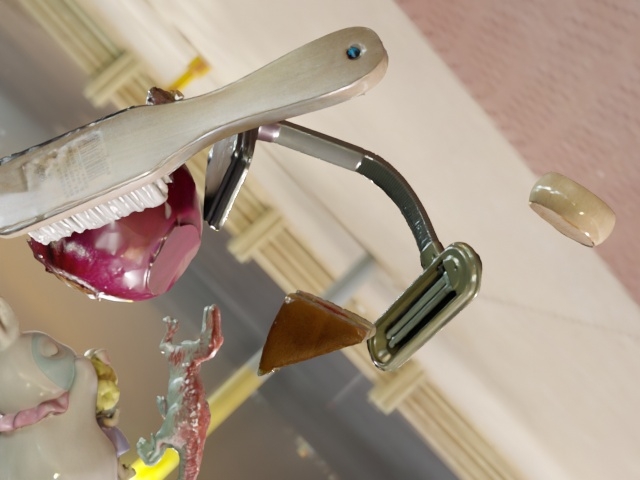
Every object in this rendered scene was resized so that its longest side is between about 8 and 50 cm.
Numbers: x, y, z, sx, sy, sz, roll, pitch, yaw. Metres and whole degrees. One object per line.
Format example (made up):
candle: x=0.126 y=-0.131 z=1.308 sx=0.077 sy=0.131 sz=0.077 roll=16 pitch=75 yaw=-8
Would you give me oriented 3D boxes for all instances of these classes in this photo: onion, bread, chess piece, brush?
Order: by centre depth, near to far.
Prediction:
brush: x=-0.099 y=-0.072 z=0.974 sx=0.065 sy=0.328 sz=0.070 roll=50 pitch=-158 yaw=-57
bread: x=-0.012 y=0.072 z=1.104 sx=0.062 sy=0.109 sz=0.043 roll=69 pitch=-161 yaw=6
chess piece: x=0.232 y=-0.029 z=1.214 sx=0.084 sy=0.038 sz=0.083 roll=38 pitch=177 yaw=2
onion: x=-0.176 y=-0.043 z=1.273 sx=0.140 sy=0.218 sz=0.195 roll=30 pitch=171 yaw=10

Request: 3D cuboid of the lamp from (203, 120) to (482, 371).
lamp: x=0.004 y=-0.003 z=1.276 sx=0.283 sy=0.203 sz=0.124 roll=28 pitch=-140 yaw=-4

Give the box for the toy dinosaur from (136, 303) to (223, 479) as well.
toy dinosaur: x=-0.145 y=0.200 z=1.430 sx=0.053 sy=0.242 sz=0.167 roll=3 pitch=167 yaw=-37

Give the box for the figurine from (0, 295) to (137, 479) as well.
figurine: x=-0.285 y=0.156 z=1.374 sx=0.127 sy=0.155 sz=0.235 roll=-12 pitch=92 yaw=60
